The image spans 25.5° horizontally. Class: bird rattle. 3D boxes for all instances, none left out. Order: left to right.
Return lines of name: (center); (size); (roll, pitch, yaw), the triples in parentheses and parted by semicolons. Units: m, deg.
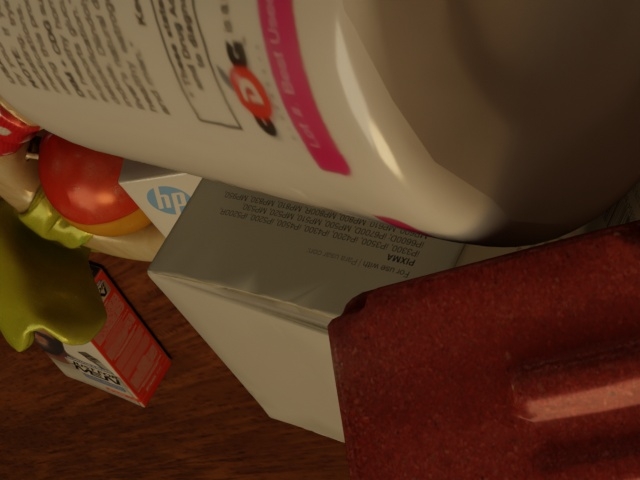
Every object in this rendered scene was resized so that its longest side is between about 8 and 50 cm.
bird rattle: (-0.152, -0.058, 0.834); (0.206, 0.143, 0.254); (6, 137, 21)

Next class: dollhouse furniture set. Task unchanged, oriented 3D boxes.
dollhouse furniture set: (0.209, 0.045, 0.361); (0.374, 0.152, 0.201); (-16, 173, 33)

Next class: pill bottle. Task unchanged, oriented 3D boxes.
pill bottle: (-0.027, -0.100, 0.466); (0.283, 0.160, 0.160); (16, 155, 47)

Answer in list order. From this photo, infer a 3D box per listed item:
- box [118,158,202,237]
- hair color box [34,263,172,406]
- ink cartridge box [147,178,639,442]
box: (0.000, 0.000, 0.769); (0.145, 0.038, 0.186); (-7, 142, 24)
hair color box: (-0.201, 0.072, 1.196); (0.093, 0.053, 0.167); (18, 154, 27)
ink cartridge box: (0.043, -0.011, 0.568); (0.127, 0.176, 0.128); (13, 152, 34)
